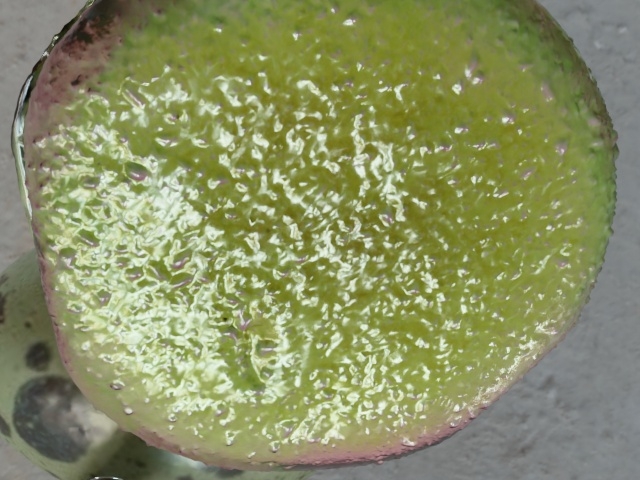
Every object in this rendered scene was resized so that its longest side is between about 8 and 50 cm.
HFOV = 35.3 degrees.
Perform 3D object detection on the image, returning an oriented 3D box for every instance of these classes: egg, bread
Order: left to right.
[{"bbox_3d":[-0.146,0.117,0.969,0.379,0.287,0.287,3,68,-12],"label":"egg"},{"bbox_3d":[0.000,0.000,0.366,0.229,0.228,0.033,24,23,-20],"label":"bread"}]

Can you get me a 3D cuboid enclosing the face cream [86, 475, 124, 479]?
[{"bbox_3d":[-0.189,0.246,0.835,0.075,0.229,0.075,8,64,-17],"label":"face cream"}]
